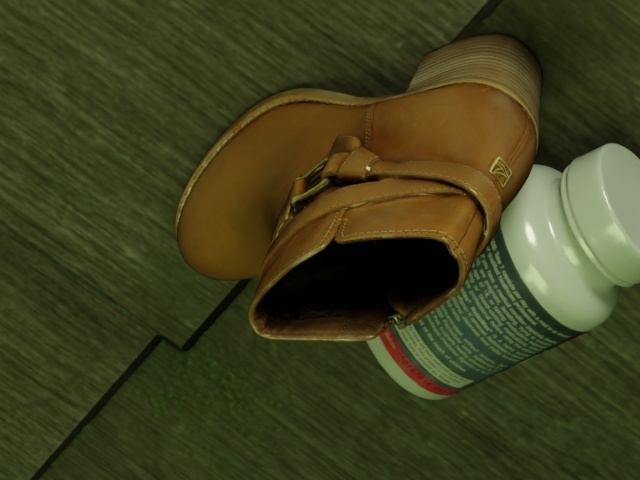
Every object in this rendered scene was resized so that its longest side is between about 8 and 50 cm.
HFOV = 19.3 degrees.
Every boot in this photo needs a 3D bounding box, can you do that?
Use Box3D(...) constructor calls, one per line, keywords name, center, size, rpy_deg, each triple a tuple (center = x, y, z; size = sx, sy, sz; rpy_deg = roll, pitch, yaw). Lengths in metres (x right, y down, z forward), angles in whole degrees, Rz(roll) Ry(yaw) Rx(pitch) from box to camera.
Box3D(name="boot", center=(0.000, 0.000, 1.095), size=(0.283, 0.220, 0.109), rpy_deg=(-19, 116, 28))

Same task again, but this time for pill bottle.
Box3D(name="pill bottle", center=(0.119, 0.017, 1.139), size=(0.180, 0.108, 0.108), rpy_deg=(-29, 111, 32))
